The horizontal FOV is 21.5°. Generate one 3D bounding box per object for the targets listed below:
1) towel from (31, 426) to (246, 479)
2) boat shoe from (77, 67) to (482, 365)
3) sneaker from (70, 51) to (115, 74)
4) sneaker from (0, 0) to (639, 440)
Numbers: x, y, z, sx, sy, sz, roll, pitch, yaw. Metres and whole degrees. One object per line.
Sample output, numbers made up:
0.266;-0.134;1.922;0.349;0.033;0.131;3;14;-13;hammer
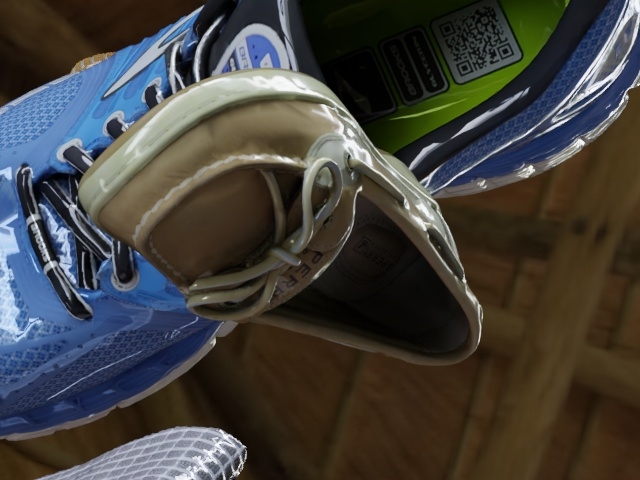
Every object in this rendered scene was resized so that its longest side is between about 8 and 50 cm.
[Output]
-0.216;0.266;1.431;0.121;0.283;0.235;67;-155;-12;towel
-0.001;0.001;0.406;0.056;0.048;0.153;-40;-23;10;boat shoe
-0.083;-0.078;0.851;0.032;0.083;0.037;-82;-18;-52;sneaker
-0.036;-0.039;0.585;0.330;0.130;0.147;-29;-11;0;sneaker
